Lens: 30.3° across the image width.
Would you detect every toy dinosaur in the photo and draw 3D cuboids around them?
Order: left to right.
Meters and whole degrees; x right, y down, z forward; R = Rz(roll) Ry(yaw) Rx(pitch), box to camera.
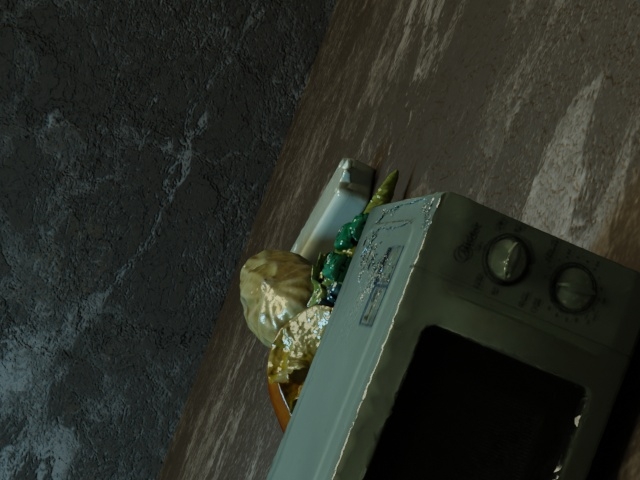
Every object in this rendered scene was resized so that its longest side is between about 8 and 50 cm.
[{"bbox_3d":[0.058,0.008,1.569,0.259,0.094,0.153,-62,12,-14],"label":"toy dinosaur"}]

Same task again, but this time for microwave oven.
[{"bbox_3d":[0.087,0.136,0.846,0.237,0.181,0.295,171,121,-80],"label":"microwave oven"}]

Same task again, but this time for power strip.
[{"bbox_3d":[0.000,0.000,1.950,0.098,0.058,0.338,-80,16,-47],"label":"power strip"}]

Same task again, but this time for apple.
[{"bbox_3d":[0.019,0.158,1.253,0.147,0.156,0.158,95,-179,-67],"label":"apple"}]

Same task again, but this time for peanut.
[{"bbox_3d":[-0.053,0.088,1.778,0.140,0.153,0.325,-63,17,3],"label":"peanut"}]
